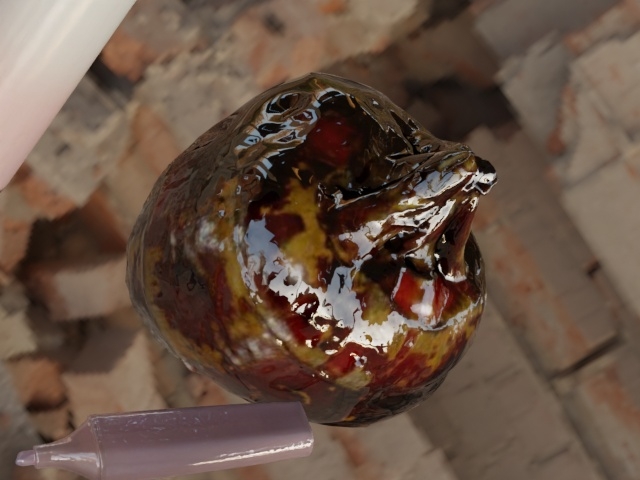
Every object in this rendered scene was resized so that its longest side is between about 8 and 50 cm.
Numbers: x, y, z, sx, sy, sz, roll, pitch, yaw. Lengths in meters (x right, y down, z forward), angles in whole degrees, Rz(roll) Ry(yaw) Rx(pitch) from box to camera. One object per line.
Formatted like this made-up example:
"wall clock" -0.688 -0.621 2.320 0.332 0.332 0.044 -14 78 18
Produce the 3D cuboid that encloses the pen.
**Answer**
"pen" -0.104 0.135 1.279 0.197 0.032 0.053 -3 40 -17

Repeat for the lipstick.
"lipstick" -0.150 -0.177 1.214 0.087 0.327 0.087 33 21 -14

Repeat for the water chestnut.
"water chestnut" 0.000 0.000 1.446 0.289 0.244 0.289 19 20 -7
